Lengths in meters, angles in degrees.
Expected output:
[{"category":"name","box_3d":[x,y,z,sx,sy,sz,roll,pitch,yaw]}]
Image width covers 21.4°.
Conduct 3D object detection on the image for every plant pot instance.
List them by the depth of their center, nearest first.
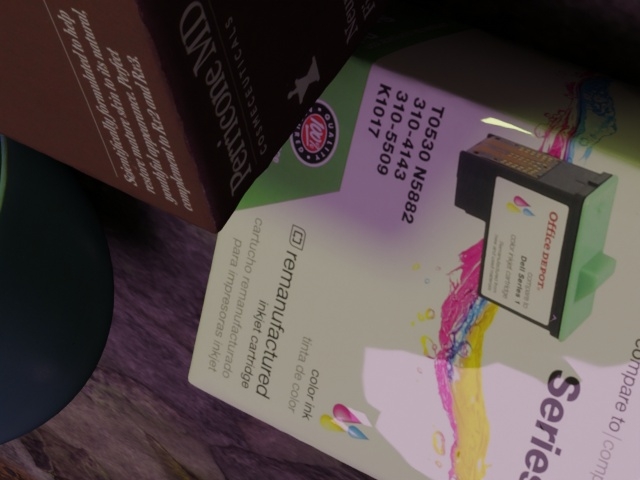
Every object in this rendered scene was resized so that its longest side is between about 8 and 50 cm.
[{"category":"plant pot","box_3d":[-0.291,0.026,1.261,0.293,0.293,0.235,20,167,32]}]

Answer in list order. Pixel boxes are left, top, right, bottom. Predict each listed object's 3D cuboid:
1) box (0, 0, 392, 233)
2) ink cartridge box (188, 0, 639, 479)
[{"category":"box","box_3d":[-0.068,-0.150,0.713,0.167,0.203,0.168,25,155,23]},{"category":"ink cartridge box","box_3d":[0.094,0.023,0.809,0.278,0.117,0.201,24,114,25]}]
